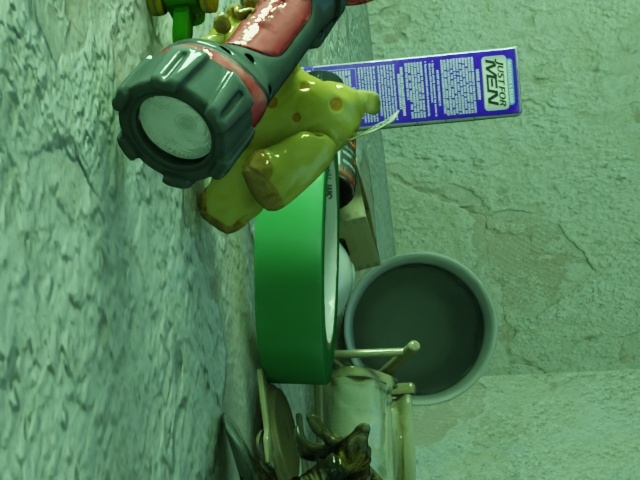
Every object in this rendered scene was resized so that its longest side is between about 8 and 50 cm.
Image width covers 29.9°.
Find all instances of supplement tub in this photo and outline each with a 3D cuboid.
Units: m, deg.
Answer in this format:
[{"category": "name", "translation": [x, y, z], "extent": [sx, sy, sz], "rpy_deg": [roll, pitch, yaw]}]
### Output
[{"category": "supplement tub", "translation": [-0.002, -0.143, 1.667], "extent": [0.106, 0.106, 0.197], "rpy_deg": [76, 13, -55]}]

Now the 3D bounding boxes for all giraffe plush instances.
[{"category": "giraffe plush", "translation": [-0.056, -0.135, 1.126], "extent": [0.170, 0.210, 0.181], "rpy_deg": [52, 26, -13]}]

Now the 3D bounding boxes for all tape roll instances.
[{"category": "tape roll", "translation": [-0.023, 0.012, 1.442], "extent": [0.321, 0.077, 0.321], "rpy_deg": [2, 90, -86]}]

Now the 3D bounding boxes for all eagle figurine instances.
[{"category": "eagle figurine", "translation": [-0.032, 0.310, 1.097], "extent": [0.226, 0.225, 0.298], "rpy_deg": [41, 64, -19]}]

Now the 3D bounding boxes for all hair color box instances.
[{"category": "hair color box", "translation": [0.132, -0.225, 1.826], "extent": [0.185, 0.339, 0.110], "rpy_deg": [-35, 122, -81]}]

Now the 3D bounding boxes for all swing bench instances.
[{"category": "swing bench", "translation": [0.073, 0.312, 1.836], "extent": [0.254, 0.165, 0.253], "rpy_deg": [83, 5, -66]}]

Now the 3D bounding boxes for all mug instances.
[{"category": "mug", "translation": [0.156, 0.211, 2.268], "extent": [0.374, 0.276, 0.328], "rpy_deg": [-63, 177, -4]}]

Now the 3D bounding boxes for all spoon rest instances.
[{"category": "spoon rest", "translation": [0.000, 0.000, 1.695], "extent": [0.137, 0.084, 0.276], "rpy_deg": [132, -31, -53]}]

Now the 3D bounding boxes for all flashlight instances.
[{"category": "flashlight", "translation": [-0.057, -0.167, 0.970], "extent": [0.103, 0.103, 0.304], "rpy_deg": [-55, -176, 46]}]

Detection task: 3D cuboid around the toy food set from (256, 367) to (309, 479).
[{"category": "toy food set", "translation": [-0.056, 0.230, 1.379], "extent": [0.192, 0.039, 0.132], "rpy_deg": [62, 18, -60]}]

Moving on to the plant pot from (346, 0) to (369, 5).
[{"category": "plant pot", "translation": [0.031, -0.442, 1.772], "extent": [0.174, 0.191, 0.191], "rpy_deg": [-45, 131, -72]}]

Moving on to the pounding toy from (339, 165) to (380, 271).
[{"category": "pounding toy", "translation": [0.020, -0.081, 1.898], "extent": [0.181, 0.094, 0.206], "rpy_deg": [70, 8, -49]}]

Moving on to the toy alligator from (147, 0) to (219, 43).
[{"category": "toy alligator", "translation": [-0.117, -0.250, 1.019], "extent": [0.051, 0.056, 0.189], "rpy_deg": [4, 82, -83]}]
